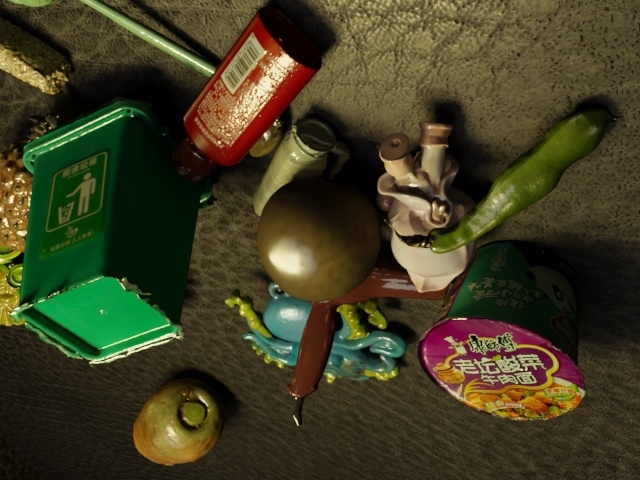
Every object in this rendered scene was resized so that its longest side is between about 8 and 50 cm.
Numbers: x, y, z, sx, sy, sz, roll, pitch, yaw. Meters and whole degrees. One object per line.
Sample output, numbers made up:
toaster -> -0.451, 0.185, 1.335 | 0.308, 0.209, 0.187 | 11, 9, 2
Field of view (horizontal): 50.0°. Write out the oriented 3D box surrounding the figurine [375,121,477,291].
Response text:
figurine -> 0.158, -0.048, 1.019 | 0.200, 0.133, 0.276 | 11, 138, 32

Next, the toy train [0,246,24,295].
toy train -> -0.656, -0.001, 1.505 | 0.296, 0.161, 0.100 | 50, 156, 9

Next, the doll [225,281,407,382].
doll -> 0.009, 0.186, 1.408 | 0.346, 0.098, 0.341 | -13, 134, 32

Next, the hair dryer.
hair dryer -> 0.044, 0.167, 1.193 | 0.313, 0.340, 0.123 | 12, 172, 13

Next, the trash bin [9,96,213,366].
trash bin -> -0.335, -0.006, 1.141 | 0.259, 0.381, 0.295 | -19, 139, 17

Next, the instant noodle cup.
instant noodle cup -> 0.299, 0.134, 1.082 | 0.251, 0.190, 0.251 | 17, 140, 15

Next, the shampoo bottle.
shampoo bottle -> -0.126, -0.204, 1.039 | 0.118, 0.076, 0.314 | 44, 131, -4

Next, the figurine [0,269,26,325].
figurine -> -0.756, 0.046, 1.684 | 0.187, 0.168, 0.315 | -6, 137, -23

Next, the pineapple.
pineapple -> -0.534, -0.132, 1.341 | 0.202, 0.202, 0.362 | 40, 127, -12

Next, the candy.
candy -> -0.305, -0.340, 1.041 | 0.440, 0.119, 0.119 | 28, 142, -8

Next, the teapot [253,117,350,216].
teapot -> -0.030, -0.109, 1.121 | 0.107, 0.077, 0.200 | 14, 146, -18

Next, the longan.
longan -> 0.000, 0.000, 1.066 | 0.198, 0.198, 0.212 | -1, 167, 33

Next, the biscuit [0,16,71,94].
biscuit -> -0.521, -0.321, 1.193 | 0.168, 0.082, 0.070 | 30, 143, 0

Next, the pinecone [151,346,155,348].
pinecone -> -0.425, 0.133, 1.504 | 0.264, 0.264, 0.264 | 17, 140, 16

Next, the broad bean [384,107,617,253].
broad bean -> 0.245, -0.071, 0.898 | 0.318, 0.056, 0.098 | -31, 133, 9

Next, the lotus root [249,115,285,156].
lotus root -> -0.085, -0.171, 1.102 | 0.049, 0.054, 0.099 | 25, 142, -24

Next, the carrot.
carrot -> -0.397, 0.507, 1.899 | 0.224, 0.224, 0.341 | 38, 144, -9
